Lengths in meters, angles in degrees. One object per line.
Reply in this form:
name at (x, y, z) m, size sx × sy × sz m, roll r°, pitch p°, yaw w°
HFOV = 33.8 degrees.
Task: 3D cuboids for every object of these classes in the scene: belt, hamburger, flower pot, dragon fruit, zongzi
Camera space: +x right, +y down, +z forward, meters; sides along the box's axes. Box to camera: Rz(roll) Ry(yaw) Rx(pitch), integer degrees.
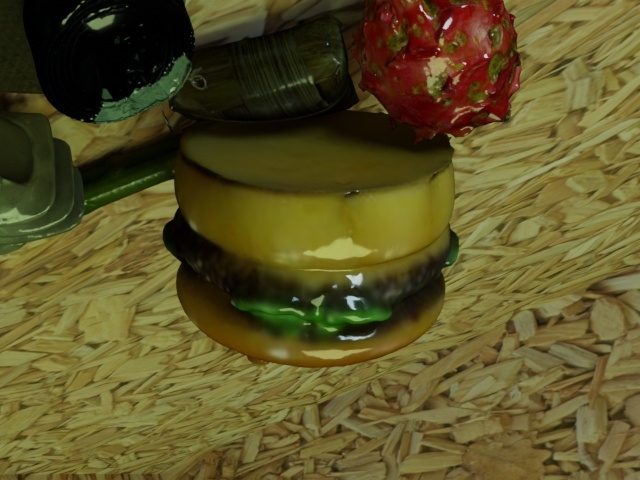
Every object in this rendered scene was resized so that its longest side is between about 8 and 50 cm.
belt at (-0.192, -0.187, 0.972) m, size 0.151 × 0.078 × 0.198 m, roll -13°, pitch 154°, yaw -18°
hamburger at (0.000, 0.000, 1.390) m, size 0.395 × 0.396 × 0.277 m, roll -8°, pitch 117°, yaw -18°
flower pot at (-0.465, -0.080, 1.310) m, size 0.254 × 0.164 × 0.367 m, roll -21°, pitch 158°, yaw 28°
dragon fruit at (0.135, -0.246, 1.284) m, size 0.205 × 0.210 × 0.268 m, roll -9°, pitch 144°, yaw 29°
zongzi at (-0.075, -0.192, 1.391) m, size 0.247 × 0.111 × 0.241 m, roll -12°, pitch 166°, yaw 6°

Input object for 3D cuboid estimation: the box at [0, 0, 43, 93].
box at (-0.268, -0.274, 1.006) m, size 0.184 × 0.143 × 0.273 m, roll -2°, pitch 154°, yaw -28°

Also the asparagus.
asparagus at (-0.260, -0.102, 1.527) m, size 0.277 × 0.067 × 0.060 m, roll -19°, pitch -177°, yaw 10°
